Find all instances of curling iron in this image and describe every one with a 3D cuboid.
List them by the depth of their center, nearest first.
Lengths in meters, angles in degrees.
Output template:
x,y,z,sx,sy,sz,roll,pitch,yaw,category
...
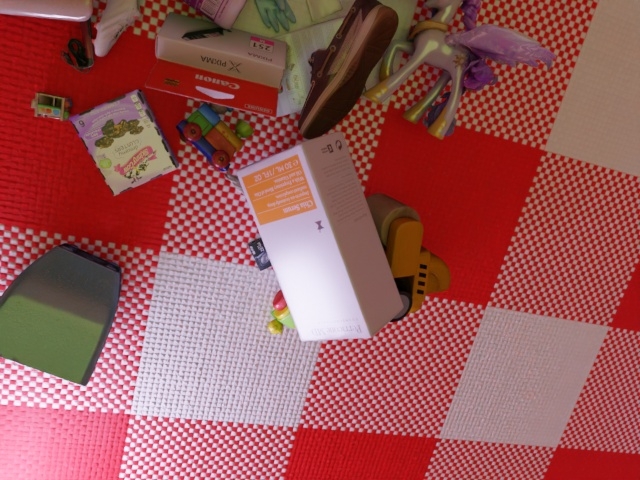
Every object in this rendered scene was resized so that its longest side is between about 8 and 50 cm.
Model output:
x,y,z,sx,sy,sz,roll,pitch,yaw,category
-0.528,-0.507,1.042,0.068,0.035,0.274,1,107,-14,curling iron

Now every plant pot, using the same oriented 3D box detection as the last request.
x,y,z,sx,sy,sz,roll,pitch,yaw,category
-0.594,0.148,1.133,0.247,0.248,0.252,29,83,-19,plant pot

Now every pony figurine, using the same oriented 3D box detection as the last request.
x,y,z,sx,sy,sz,roll,pitch,yaw,category
0.323,-0.438,1.152,0.351,0.303,0.363,28,108,-6,pony figurine

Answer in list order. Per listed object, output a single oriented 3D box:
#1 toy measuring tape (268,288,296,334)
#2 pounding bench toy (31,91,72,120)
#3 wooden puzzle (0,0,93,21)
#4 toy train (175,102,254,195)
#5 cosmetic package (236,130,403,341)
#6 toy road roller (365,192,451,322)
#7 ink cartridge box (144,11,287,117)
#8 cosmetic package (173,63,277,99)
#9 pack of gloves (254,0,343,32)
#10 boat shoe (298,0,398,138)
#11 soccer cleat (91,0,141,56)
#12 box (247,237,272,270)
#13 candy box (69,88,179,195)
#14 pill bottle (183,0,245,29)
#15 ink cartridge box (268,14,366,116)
x,y,z,sx,sy,sz,roll,pitch,yaw,category
-0.031,0.133,1.318,0.121,0.121,0.330,37,96,-21,toy measuring tape
-0.592,-0.295,1.069,0.065,0.083,0.052,8,105,-15,pounding bench toy
-0.570,-0.588,0.895,0.322,0.080,0.348,3,89,-6,wooden puzzle
-0.213,-0.230,1.176,0.248,0.105,0.143,44,80,-21,toy train
0.000,0.000,1.154,0.161,0.230,0.453,-30,101,-48,cosmetic package
0.227,0.041,1.309,0.240,0.202,0.330,-8,114,-23,toy road roller
-0.214,-0.383,1.041,0.275,0.239,0.060,11,135,-12,ink cartridge box
-0.218,-0.369,1.112,0.239,0.099,0.060,8,135,-14,cosmetic package
-0.071,-0.615,1.108,0.195,0.046,0.232,-24,111,-4,pack of gloves
0.036,-0.398,1.120,0.123,0.123,0.342,-11,142,-53,boat shoe
-0.437,-0.489,1.055,0.076,0.068,0.196,21,98,-21,soccer cleat
-0.150,0.032,1.309,0.067,0.018,0.083,-24,111,-5,box
-0.451,-0.228,1.129,0.164,0.070,0.196,-25,110,-4,candy box
-0.280,-0.596,1.000,0.301,0.169,0.169,30,99,-20,pill bottle
-0.019,-0.425,1.189,0.232,0.066,0.189,-10,111,13,ink cartridge box
